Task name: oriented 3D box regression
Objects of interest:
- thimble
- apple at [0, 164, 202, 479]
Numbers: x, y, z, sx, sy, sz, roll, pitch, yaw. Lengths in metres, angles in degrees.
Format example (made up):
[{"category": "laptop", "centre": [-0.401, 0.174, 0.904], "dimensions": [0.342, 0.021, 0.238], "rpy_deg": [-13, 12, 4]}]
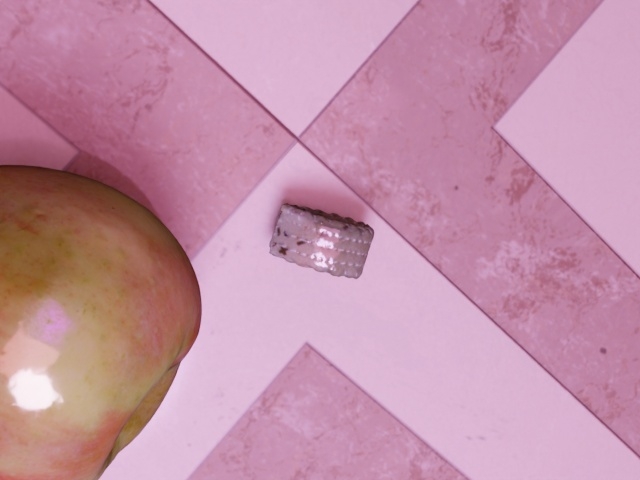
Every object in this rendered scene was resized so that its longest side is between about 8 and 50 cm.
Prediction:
[{"category": "thimble", "centre": [0.000, 0.000, 1.061], "dimensions": [0.110, 0.084, 0.062], "rpy_deg": [13, 97, -19]}, {"category": "apple", "centre": [-0.274, 0.080, 0.893], "dimensions": [0.277, 0.319, 0.319], "rpy_deg": [32, 90, 2]}]
